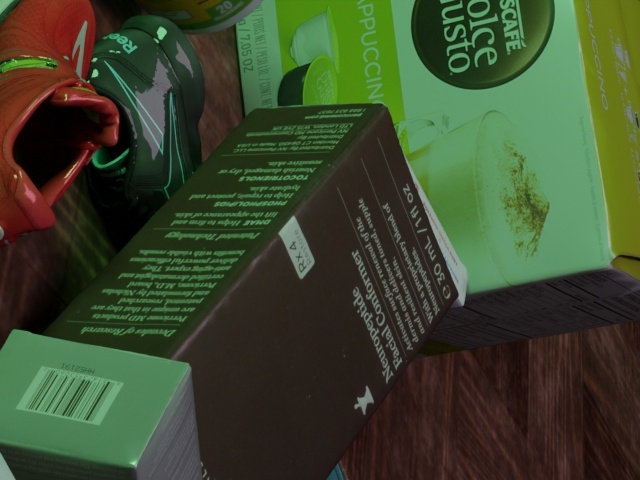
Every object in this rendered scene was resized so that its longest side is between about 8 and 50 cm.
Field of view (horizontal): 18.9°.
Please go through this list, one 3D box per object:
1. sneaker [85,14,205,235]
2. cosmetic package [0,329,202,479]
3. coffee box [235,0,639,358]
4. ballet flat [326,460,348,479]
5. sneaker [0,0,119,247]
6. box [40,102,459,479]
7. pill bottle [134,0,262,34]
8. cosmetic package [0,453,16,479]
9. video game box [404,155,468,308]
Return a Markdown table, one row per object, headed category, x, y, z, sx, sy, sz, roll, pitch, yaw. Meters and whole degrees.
| category | x | y | z | sx | sy | sz | roll | pitch | yaw |
| --- | --- | --- | --- | --- | --- | --- | --- | --- | --- |
| sneaker | -0.133 | -0.039 | 1.515 | 0.106 | 0.101 | 0.267 | -34 | 114 | -44 |
| cosmetic package | -0.142 | 0.185 | 1.196 | 0.107 | 0.127 | 0.238 | -65 | 159 | -48 |
| coffee box | 0.148 | -0.083 | 1.882 | 0.338 | 0.334 | 0.337 | 22 | 59 | -66 |
| ballet flat | -0.038 | 0.328 | 1.528 | 0.123 | 0.123 | 0.348 | 47 | 39 | -54 |
| sneaker | -0.188 | -0.085 | 1.324 | 0.279 | 0.118 | 0.107 | -76 | 148 | -48 |
| box | -0.060 | 0.075 | 1.402 | 0.381 | 0.143 | 0.191 | -50 | 129 | -40 |
| pill bottle | -0.138 | -0.273 | 1.522 | 0.246 | 0.136 | 0.136 | 40 | 43 | -59 |
| cosmetic package | -0.278 | 0.098 | 0.770 | 0.097 | 0.284 | 0.377 | -71 | 143 | -53 |
| video game box | 0.000 | 0.000 | 1.643 | 0.048 | 0.205 | 0.187 | -78 | 149 | -43 |
